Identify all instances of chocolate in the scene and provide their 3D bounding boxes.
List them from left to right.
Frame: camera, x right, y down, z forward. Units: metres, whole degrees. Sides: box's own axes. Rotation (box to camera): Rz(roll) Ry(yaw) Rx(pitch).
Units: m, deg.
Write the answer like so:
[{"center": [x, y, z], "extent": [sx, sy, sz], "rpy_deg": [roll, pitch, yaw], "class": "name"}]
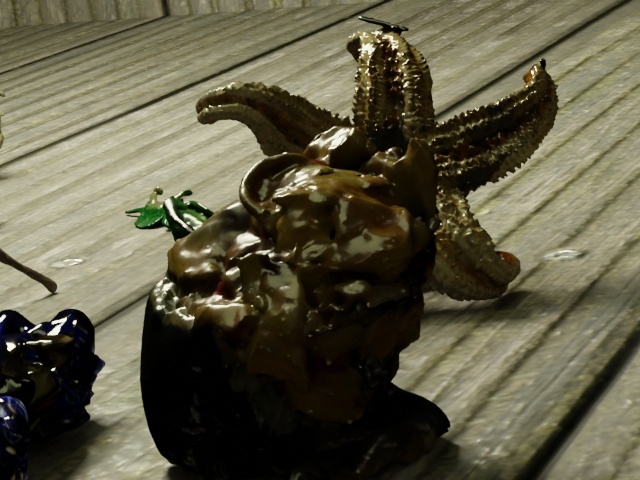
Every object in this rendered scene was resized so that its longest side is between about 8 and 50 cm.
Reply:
[{"center": [-0.219, 0.112, 1.265], "extent": [0.148, 0.126, 0.343], "rpy_deg": [-43, -1, 13], "class": "chocolate"}]

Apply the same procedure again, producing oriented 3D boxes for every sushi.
[{"center": [-0.012, 0.044, 1.211], "extent": [0.200, 0.204, 0.213], "rpy_deg": [9, 26, 35], "class": "sushi"}]

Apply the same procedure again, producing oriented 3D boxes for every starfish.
[{"center": [0.047, -0.072, 1.548], "extent": [0.312, 0.303, 0.113], "rpy_deg": [5, -28, -6], "class": "starfish"}]

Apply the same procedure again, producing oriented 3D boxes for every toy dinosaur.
[{"center": [-0.179, -0.030, 1.948], "extent": [0.120, 0.029, 0.060], "rpy_deg": [3, 34, 44], "class": "toy dinosaur"}]

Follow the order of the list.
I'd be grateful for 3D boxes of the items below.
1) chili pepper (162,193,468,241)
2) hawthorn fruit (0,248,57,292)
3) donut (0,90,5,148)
[{"center": [0.000, 0.001, 1.604], "extent": [0.279, 0.122, 0.065], "rpy_deg": [-2, -29, 1], "class": "chili pepper"}, {"center": [-0.422, -0.035, 1.642], "extent": [0.263, 0.235, 0.231], "rpy_deg": [-31, 52, -25], "class": "hawthorn fruit"}, {"center": [-0.515, -0.099, 2.122], "extent": [0.307, 0.150, 0.371], "rpy_deg": [-10, 14, -7], "class": "donut"}]
